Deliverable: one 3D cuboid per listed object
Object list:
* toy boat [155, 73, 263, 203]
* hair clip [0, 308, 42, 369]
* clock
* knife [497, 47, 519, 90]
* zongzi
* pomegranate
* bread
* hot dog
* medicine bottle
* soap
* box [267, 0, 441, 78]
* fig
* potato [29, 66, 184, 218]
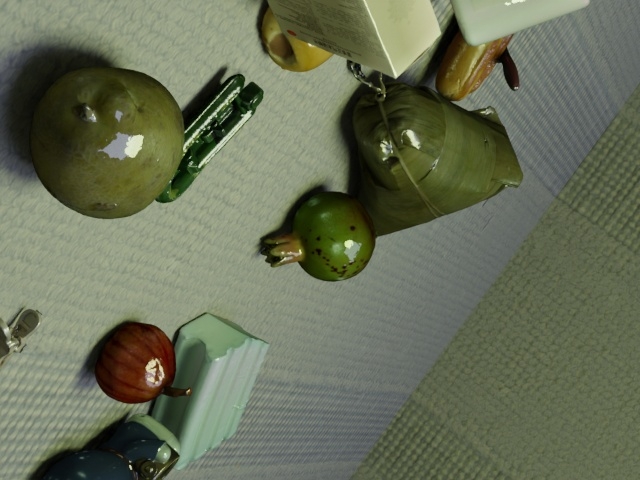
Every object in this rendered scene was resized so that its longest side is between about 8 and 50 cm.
[{"bbox_3d":[-0.158,-0.136,1.752,0.210,0.052,0.104,-50,162,-10],"label":"toy boat"},{"bbox_3d":[-0.442,0.184,1.693,0.226,0.034,0.072,-56,156,15],"label":"hair clip"},{"bbox_3d":[-0.346,0.391,2.088,0.199,0.146,0.243,-47,172,36],"label":"clock"},{"bbox_3d":[0.326,-0.328,2.315,0.247,0.018,0.035,-96,-153,-55],"label":"knife"},{"bbox_3d":[0.087,-0.129,2.217,0.418,0.181,0.447,-30,150,29],"label":"zongzi"},{"bbox_3d":[0.000,0.000,2.210,0.205,0.159,0.159,-13,144,-20],"label":"pomegranate"},{"bbox_3d":[0.003,-0.305,1.772,0.173,0.085,0.134,-45,158,-21],"label":"bread"},{"bbox_3d":[0.294,-0.394,2.240,0.135,0.100,0.337,-35,158,-57],"label":"hot dog"},{"bbox_3d":[0.338,-0.424,2.009,0.293,0.170,0.170,-19,163,11],"label":"medicine bottle"},{"bbox_3d":[-0.196,0.250,2.246,0.173,0.095,0.289,-28,148,-47],"label":"soap"},{"bbox_3d":[0.023,-0.308,1.574,0.095,0.212,0.168,-45,138,-18],"label":"box"},{"bbox_3d":[-0.263,0.186,1.960,0.128,0.150,0.128,-176,-90,-89],"label":"fig"},{"bbox_3d":[-0.242,-0.116,1.466,0.251,0.159,0.174,64,38,-80],"label":"potato"}]
